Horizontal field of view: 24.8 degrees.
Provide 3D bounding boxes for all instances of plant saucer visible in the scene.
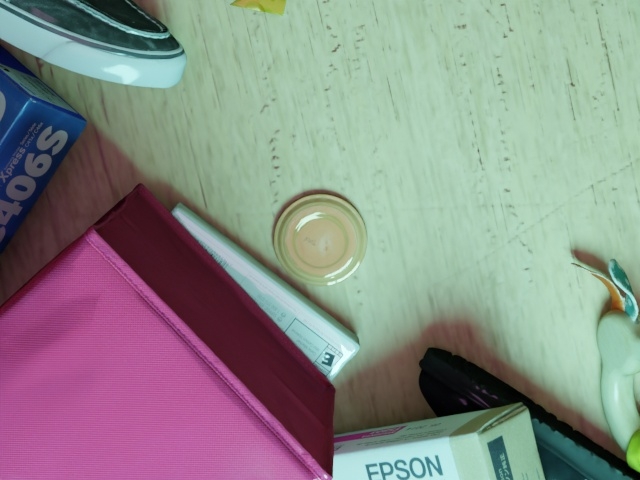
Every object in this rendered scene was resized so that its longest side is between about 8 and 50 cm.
[{"bbox_3d":[0.000,0.000,1.285,0.083,0.013,0.083,0,99,1],"label":"plant saucer"}]

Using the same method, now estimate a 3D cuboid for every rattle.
[{"bbox_3d":[0.314,0.098,1.275,0.143,0.130,0.200,-14,72,-8],"label":"rattle"}]

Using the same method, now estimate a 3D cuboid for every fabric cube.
[{"bbox_3d":[-0.164,0.145,1.139,0.258,0.259,0.254,-41,96,7],"label":"fabric cube"}]

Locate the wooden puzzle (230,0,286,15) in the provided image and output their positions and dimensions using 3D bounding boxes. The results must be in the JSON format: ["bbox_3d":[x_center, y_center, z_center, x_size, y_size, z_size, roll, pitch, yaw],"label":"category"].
[{"bbox_3d":[-0.062,-0.252,1.245,0.078,0.014,0.116,1,99,-4],"label":"wooden puzzle"}]

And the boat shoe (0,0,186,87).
[{"bbox_3d":[-0.241,-0.230,1.199,0.306,0.113,0.105,29,113,5],"label":"boat shoe"}]

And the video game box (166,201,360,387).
[{"bbox_3d":[-0.100,0.101,1.285,0.205,0.048,0.187,38,95,-5],"label":"video game box"}]

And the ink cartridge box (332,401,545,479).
[{"bbox_3d":[0.081,0.253,1.220,0.234,0.088,0.193,-16,91,39],"label":"ink cartridge box"}]

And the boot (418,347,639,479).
[{"bbox_3d":[0.144,0.239,1.282,0.246,0.094,0.207,34,96,-7],"label":"boot"}]

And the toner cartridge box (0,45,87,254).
[{"bbox_3d":[-0.355,-0.006,1.213,0.165,0.075,0.348,39,99,33],"label":"toner cartridge box"}]
